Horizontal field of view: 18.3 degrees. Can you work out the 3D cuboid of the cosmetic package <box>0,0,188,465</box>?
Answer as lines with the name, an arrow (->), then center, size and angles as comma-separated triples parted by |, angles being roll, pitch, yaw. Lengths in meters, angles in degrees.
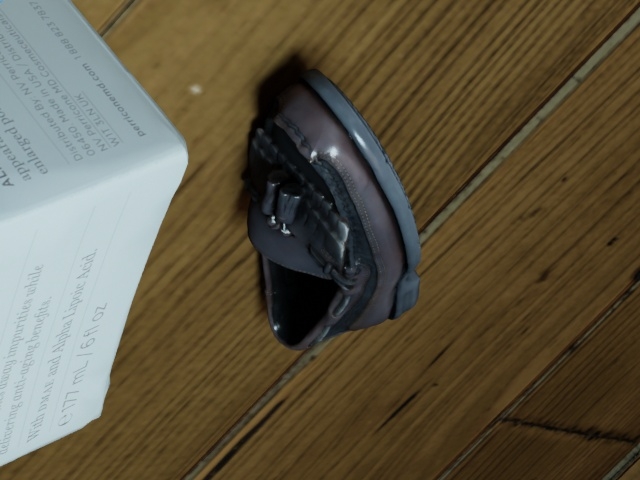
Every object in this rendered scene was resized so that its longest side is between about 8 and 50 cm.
cosmetic package -> -0.263, 0.037, 0.785 | 0.385, 0.156, 0.217 | -27, 155, -34

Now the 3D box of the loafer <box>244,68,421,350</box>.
loafer -> 0.000, 0.000, 1.215 | 0.095, 0.109, 0.302 | -34, 160, -7
